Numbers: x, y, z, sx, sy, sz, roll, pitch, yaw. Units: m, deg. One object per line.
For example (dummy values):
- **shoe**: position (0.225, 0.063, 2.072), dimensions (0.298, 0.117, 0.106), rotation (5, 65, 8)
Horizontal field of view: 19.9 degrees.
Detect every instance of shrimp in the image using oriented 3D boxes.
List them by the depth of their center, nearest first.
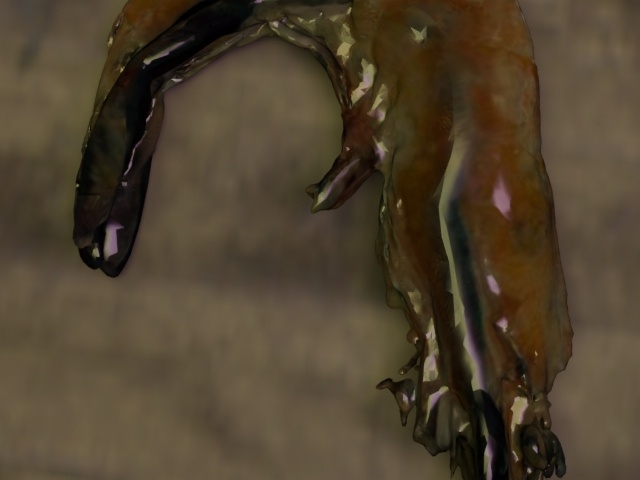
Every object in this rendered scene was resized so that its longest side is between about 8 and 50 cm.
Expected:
- **shrimp**: position (0.000, 0.000, 0.554), dimensions (0.152, 0.046, 0.219), rotation (-13, 80, 3)
